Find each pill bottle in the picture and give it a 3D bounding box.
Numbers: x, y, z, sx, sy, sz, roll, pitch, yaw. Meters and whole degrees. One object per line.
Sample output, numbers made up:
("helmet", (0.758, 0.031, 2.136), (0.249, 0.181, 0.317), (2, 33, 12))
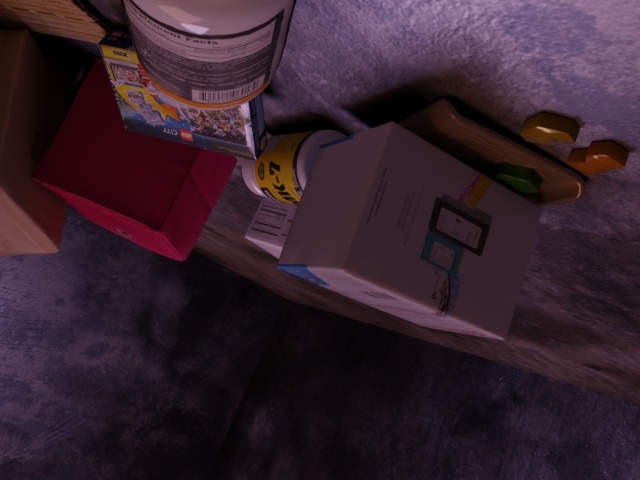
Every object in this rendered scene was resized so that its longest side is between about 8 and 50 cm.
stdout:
("pill bottle", (-0.040, -0.121, 1.070), (0.119, 0.119, 0.208), (31, 166, -33))
("pill bottle", (-0.099, -0.234, 0.570), (0.162, 0.162, 0.278), (25, 168, -5))

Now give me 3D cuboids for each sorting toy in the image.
("sorting toy", (0.222, -0.102, 0.829), (0.229, 0.041, 0.307), (27, 168, -15))

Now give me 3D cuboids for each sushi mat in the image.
("sushi mat", (-0.462, -0.371, 1.021), (0.316, 0.019, 0.151), (18, 168, 28))

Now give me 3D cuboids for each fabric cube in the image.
("fabric cube", (-0.337, -0.140, 1.224), (0.254, 0.259, 0.258), (24, 168, 3))

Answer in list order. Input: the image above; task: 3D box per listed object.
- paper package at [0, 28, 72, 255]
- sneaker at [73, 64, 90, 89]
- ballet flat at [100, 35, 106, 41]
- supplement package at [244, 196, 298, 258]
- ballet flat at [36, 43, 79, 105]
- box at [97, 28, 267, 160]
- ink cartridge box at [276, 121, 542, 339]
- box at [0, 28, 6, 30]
("paper package", (-0.581, -0.166, 1.155), (0.168, 0.325, 0.309), (-2, 157, -2))
("sneaker", (-0.440, -0.300, 1.241), (0.067, 0.042, 0.118), (30, 175, -13))
("ballet flat", (-0.256, -0.271, 0.972), (0.173, 0.049, 0.057), (19, 167, 0))
("supplement package", (0.000, 0.000, 1.471), (0.204, 0.145, 0.262), (15, 166, 40))
("ballet flat", (-0.526, -0.329, 1.280), (0.084, 0.058, 0.250), (8, 158, 30))
("box", (-0.199, -0.214, 0.945), (0.233, 0.044, 0.159), (15, 142, 14))
("ink cartridge box", (0.122, -0.003, 0.881), (0.270, 0.197, 0.198), (24, 168, -25))
("box", (-0.724, -0.397, 1.182), (0.190, 0.045, 0.184), (18, -163, 29))
